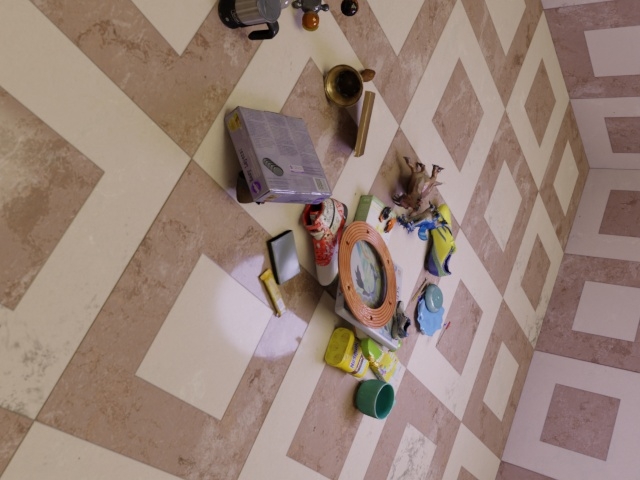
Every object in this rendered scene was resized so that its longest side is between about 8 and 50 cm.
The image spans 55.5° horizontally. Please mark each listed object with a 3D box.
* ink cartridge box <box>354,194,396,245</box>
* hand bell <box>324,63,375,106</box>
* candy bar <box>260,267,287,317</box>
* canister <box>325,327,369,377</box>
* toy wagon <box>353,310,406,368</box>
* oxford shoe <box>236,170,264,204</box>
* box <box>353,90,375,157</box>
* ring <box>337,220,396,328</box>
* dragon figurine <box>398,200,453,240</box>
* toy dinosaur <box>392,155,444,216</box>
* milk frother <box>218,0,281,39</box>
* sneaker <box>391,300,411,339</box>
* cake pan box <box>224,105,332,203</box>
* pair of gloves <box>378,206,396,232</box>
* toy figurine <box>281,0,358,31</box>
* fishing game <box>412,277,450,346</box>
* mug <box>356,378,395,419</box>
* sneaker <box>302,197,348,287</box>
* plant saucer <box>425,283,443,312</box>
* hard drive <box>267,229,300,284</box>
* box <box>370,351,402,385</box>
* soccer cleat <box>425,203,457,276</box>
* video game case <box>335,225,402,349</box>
[{"bbox_3d":[0.167,-0.014,2.055,0.171,0.056,0.234,34,68,-49],"label":"ink cartridge box"},{"bbox_3d":[0.118,-0.502,1.895,0.242,0.126,0.126,-43,129,-55],"label":"hand bell"},{"bbox_3d":[-0.131,0.154,1.738,0.040,0.018,0.161,-43,128,-34],"label":"candy bar"},{"bbox_3d":[0.098,0.376,2.020,0.170,0.073,0.126,41,64,-48],"label":"canister"},{"bbox_3d":[0.182,0.266,2.030,0.267,0.068,0.344,48,43,-34],"label":"toy wagon"},{"bbox_3d":[-0.152,-0.149,1.630,0.227,0.083,0.096,-23,139,-51],"label":"oxford shoe"},{"bbox_3d":[0.137,-0.363,1.894,0.164,0.021,0.201,-48,150,-75],"label":"box"},{"bbox_3d":[0.142,0.106,1.877,0.337,0.032,0.336,27,55,-49],"label":"ring"},{"bbox_3d":[0.392,-0.058,2.279,0.144,0.085,0.289,-38,149,14],"label":"dragon figurine"},{"bbox_3d":[0.355,-0.186,2.216,0.296,0.127,0.200,0,106,-66],"label":"toy dinosaur"},{"bbox_3d":[-0.149,-0.579,1.496,0.129,0.135,0.143,40,65,-48],"label":"milk frother"},{"bbox_3d":[0.271,0.259,1.984,0.052,0.058,0.135,35,50,-45],"label":"sneaker"},{"bbox_3d":[-0.101,-0.217,1.586,0.267,0.070,0.245,-4,70,-52],"label":"cake pan box"},{"bbox_3d":[0.228,-0.070,2.070,0.074,0.010,0.083,-53,130,-32],"label":"pair of gloves"},{"bbox_3d":[-0.009,-0.660,1.597,0.210,0.213,0.148,21,67,-56],"label":"toy figurine"},{"bbox_3d":[0.441,0.297,2.462,0.189,0.041,0.264,-54,125,-33],"label":"fishing game"},{"bbox_3d":[0.191,0.563,2.146,0.129,0.098,0.157,-51,133,-34],"label":"mug"},{"bbox_3d":[-0.001,-0.001,1.820,0.145,0.090,0.269,19,78,-50],"label":"sneaker"},{"bbox_3d":[0.462,0.233,2.447,0.119,0.021,0.119,9,78,-48],"label":"plant saucer"},{"bbox_3d":[-0.104,0.047,1.750,0.094,0.022,0.135,-32,120,-44],"label":"hard drive"},{"bbox_3d":[0.234,0.452,2.227,0.105,0.043,0.179,-57,138,-28],"label":"box"},{"bbox_3d":[0.493,0.002,2.408,0.093,0.121,0.288,7,91,-52],"label":"soccer cleat"},{"bbox_3d":[0.165,0.155,1.952,0.329,0.036,0.299,38,49,-42],"label":"video game case"}]
